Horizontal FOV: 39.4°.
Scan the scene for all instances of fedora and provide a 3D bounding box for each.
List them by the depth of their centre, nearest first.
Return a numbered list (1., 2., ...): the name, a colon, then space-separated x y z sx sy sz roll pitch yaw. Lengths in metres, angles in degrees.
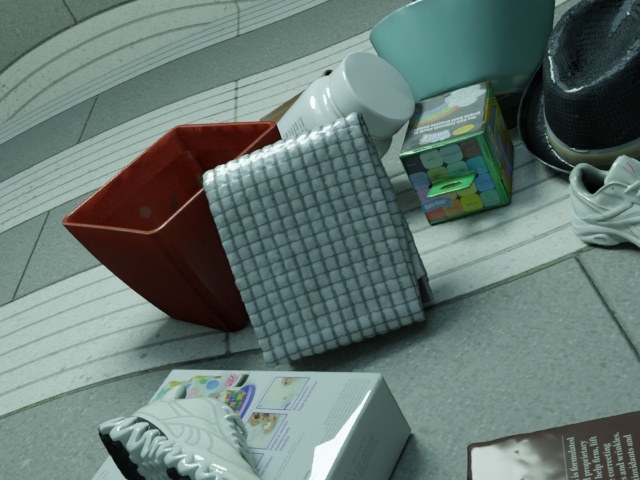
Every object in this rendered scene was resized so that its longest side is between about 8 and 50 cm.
1. fedora: 0.417 -0.250 1.256 0.334 0.152 0.333 -15 51 20

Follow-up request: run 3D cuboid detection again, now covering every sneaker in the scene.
1. sneaker: -0.115 0.216 0.904 0.118 0.110 0.292 -35 28 -29
2. sneaker: 0.389 -0.046 1.068 0.232 0.115 0.090 8 45 48

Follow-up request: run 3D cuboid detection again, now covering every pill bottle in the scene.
1. pill bottle: 0.013 -0.159 1.425 0.283 0.160 0.160 -43 13 42

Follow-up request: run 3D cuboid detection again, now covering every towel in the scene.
1. towel: 0.000 0.000 1.187 0.235 0.283 0.121 -20 3 6

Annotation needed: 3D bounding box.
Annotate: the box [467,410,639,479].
1. box: 0.231 0.247 0.670 0.203 0.167 0.168 -17 31 21

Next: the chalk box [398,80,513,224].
1. chalk box: 0.206 -0.119 1.337 0.133 0.132 0.213 -13 33 24

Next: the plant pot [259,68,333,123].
1. plant pot: -0.017 -0.205 1.659 0.165 0.167 0.167 -24 27 24

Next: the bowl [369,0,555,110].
1. bowl: 0.248 -0.296 1.483 0.312 0.163 0.311 -11 -4 -1

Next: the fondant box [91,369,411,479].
1. fondant box: -0.094 0.263 1.007 0.331 0.096 0.238 -4 37 36

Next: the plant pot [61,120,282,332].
1. plant pot: -0.181 -0.012 1.387 0.267 0.235 0.267 6 44 46
